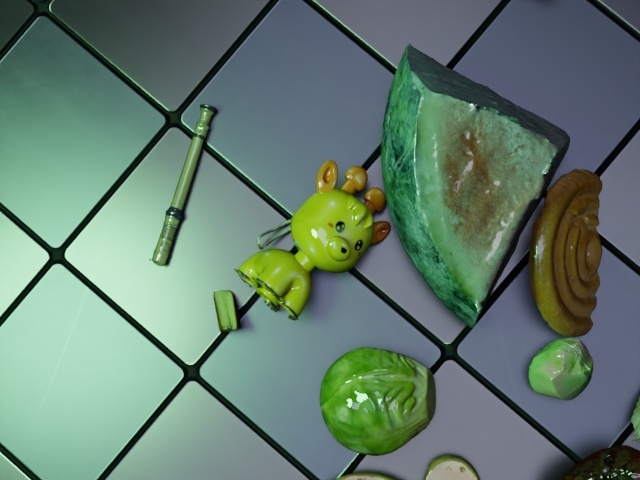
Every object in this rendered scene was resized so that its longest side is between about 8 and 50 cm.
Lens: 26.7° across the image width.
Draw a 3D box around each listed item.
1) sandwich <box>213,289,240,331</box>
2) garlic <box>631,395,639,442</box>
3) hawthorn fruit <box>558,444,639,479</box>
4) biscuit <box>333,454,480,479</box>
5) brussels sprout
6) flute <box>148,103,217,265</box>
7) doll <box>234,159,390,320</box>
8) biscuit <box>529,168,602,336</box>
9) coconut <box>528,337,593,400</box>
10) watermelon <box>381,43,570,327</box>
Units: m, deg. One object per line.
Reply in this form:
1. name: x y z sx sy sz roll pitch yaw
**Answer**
1. sandwich: -0.126 0.106 1.833 0.030 0.044 0.083 -11 41 -2
2. garlic: 0.495 0.249 1.739 0.207 0.207 0.257 3 115 4
3. hawthorn fruit: 0.379 0.379 1.714 0.181 0.181 0.235 -9 120 3
4. biscuit: 0.134 0.421 1.778 0.354 0.052 0.275 1 84 6
5. brussels sprout: 0.075 0.211 1.770 0.155 0.117 0.155 -2 82 13
6. flute: -0.189 -0.076 1.860 0.027 0.027 0.233 17 86 5
7. doll: 0.000 0.000 1.803 0.221 0.135 0.143 -49 116 -7
8. biscuit: 0.324 0.014 1.768 0.033 0.144 0.224 3 87 42
9. coconut: 0.322 0.169 1.777 0.083 0.081 0.082 13 83 -40
10. watermelon: 0.211 -0.088 1.757 0.258 0.228 0.387 -15 89 -7
